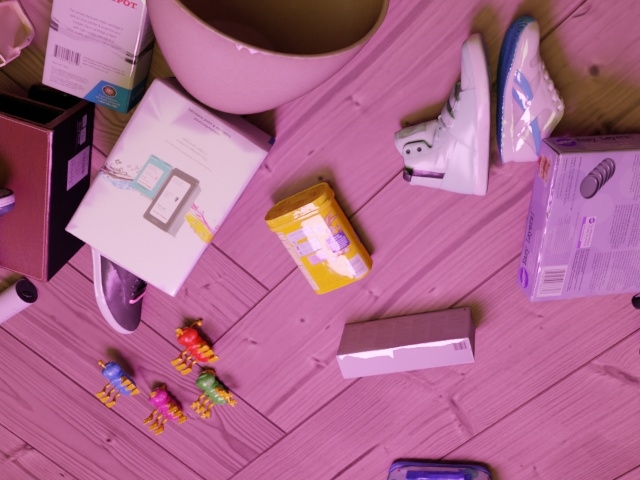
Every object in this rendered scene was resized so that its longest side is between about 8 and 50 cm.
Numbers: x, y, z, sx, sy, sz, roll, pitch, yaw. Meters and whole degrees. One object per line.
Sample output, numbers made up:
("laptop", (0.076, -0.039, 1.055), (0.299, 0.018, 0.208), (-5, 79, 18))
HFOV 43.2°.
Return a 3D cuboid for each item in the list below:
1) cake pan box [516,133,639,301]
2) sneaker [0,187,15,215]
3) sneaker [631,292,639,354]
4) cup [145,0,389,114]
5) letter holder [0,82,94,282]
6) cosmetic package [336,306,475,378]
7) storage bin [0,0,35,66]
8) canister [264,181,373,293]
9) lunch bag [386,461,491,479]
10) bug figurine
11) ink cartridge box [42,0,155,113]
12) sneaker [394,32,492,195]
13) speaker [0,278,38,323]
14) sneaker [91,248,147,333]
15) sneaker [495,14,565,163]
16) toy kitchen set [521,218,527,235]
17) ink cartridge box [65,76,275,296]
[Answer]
("cake pan box", (0.439, -0.030, 1.236), (0.246, 0.070, 0.266), (-5, 119, -10))
("sneaker", (-0.558, 0.009, 1.334), (0.226, 0.086, 0.163), (-13, 103, 33))
("sneaker", (0.608, 0.201, 1.367), (0.121, 0.108, 0.302), (-15, 107, 20))
("cup", (-0.101, -0.311, 1.131), (0.331, 0.331, 0.237), (29, 145, -5))
("letter holder", (-0.531, -0.113, 1.406), (0.215, 0.152, 0.301), (17, 121, 5))
("cosmetic package", (0.155, 0.185, 1.456), (0.239, 0.099, 0.060), (-10, 119, 18))
("storage bin", (-0.641, -0.376, 1.295), (0.262, 0.123, 0.260), (-16, 115, 20))
("canister", (0.000, 0.000, 1.398), (0.126, 0.073, 0.169), (-23, 113, 23))
("lunch bag", (0.242, 0.531, 1.637), (0.219, 0.090, 0.176), (-3, 119, 14))
("bug figurine", (-0.299, 0.279, 1.622), (0.279, 0.072, 0.216), (-24, 118, 18))
("ink cartridge box", (-0.343, -0.326, 1.279), (0.148, 0.086, 0.203), (21, 121, 0))
("sneaker", (0.185, -0.188, 1.239), (0.151, 0.094, 0.255), (4, 119, 14))
("speaker", (-0.629, 0.129, 1.618), (0.136, 0.055, 0.055), (-29, 109, 26))
("sneaker", (-0.327, 0.050, 1.477), (0.147, 0.104, 0.295), (5, 116, 15))
("sneaker", (0.313, -0.224, 1.203), (0.092, 0.087, 0.228), (-2, 126, 5))
("toy kitchen set", (0.384, -0.006, 1.341), (0.068, 0.075, 0.083), (14, 90, 46))
("ink cartridge box", (-0.228, -0.092, 1.277), (0.197, 0.198, 0.270), (33, 101, -7))
